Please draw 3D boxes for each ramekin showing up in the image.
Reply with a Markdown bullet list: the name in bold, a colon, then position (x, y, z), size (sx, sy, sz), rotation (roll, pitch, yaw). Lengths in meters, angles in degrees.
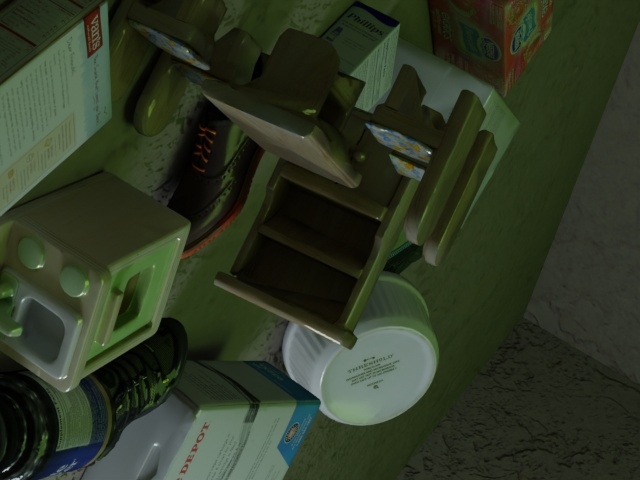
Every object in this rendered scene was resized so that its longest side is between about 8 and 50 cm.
- **ramekin**: position (0.079, 0.196, 2.357), size (0.272, 0.127, 0.273), rotation (-11, 127, -15)

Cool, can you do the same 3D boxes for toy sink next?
- **toy sink**: position (-0.257, 0.049, 1.407), size (0.234, 0.131, 0.153), rotation (-30, 146, -56)

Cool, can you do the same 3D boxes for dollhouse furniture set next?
- **dollhouse furniture set**: position (-0.028, -0.055, 1.445), size (0.257, 0.362, 0.394), rotation (-65, 164, -4)

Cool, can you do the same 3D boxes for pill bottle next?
- **pill bottle**: position (-0.322, 0.201, 1.494), size (0.123, 0.122, 0.219), rotation (-62, 162, 8)

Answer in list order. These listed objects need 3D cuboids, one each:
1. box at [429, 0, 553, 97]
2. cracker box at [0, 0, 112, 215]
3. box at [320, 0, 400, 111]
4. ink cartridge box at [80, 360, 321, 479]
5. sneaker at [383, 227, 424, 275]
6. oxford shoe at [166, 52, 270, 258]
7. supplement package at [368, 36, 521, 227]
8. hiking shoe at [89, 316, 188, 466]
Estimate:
- **box**: position (0.267, -0.372, 2.148), size (0.154, 0.142, 0.300), rotation (-54, 162, -13)
- **cracker box**: position (-0.280, -0.107, 1.196), size (0.232, 0.067, 0.156), rotation (-47, 160, -33)
- **box**: position (0.038, -0.229, 1.867), size (0.137, 0.072, 0.126), rotation (-48, 159, -31)
- **ink cartridge box**: position (-0.169, 0.294, 1.967), size (0.307, 0.129, 0.223), rotation (8, 112, -58)
- **sneaker**: position (0.073, 0.054, 2.419), size (0.139, 0.125, 0.341), rotation (17, 108, -44)
- **oxford shoe**: position (-0.126, -0.103, 1.632), size (0.271, 0.097, 0.098), rotation (-58, 139, -8)
- **supplement package**: position (0.155, -0.162, 2.090), size (0.199, 0.198, 0.262), rotation (-61, 162, 3)
- **hiking shoe**: position (-0.247, 0.182, 1.731), size (0.227, 0.086, 0.114), rotation (-52, 165, -19)
